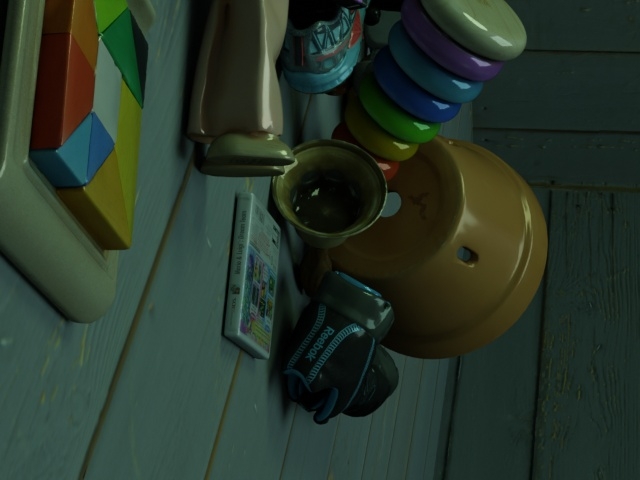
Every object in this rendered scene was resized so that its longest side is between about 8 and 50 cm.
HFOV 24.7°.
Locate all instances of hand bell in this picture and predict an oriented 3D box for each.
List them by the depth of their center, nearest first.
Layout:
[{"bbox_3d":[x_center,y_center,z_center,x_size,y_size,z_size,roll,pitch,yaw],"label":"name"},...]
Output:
[{"bbox_3d":[0.000,0.000,1.685,0.242,0.126,0.126,100,-1,-61],"label":"hand bell"}]

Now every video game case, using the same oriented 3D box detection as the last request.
[{"bbox_3d":[-0.067,0.039,1.480,0.157,0.019,0.143,56,38,-74],"label":"video game case"}]

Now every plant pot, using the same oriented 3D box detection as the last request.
[{"bbox_3d":[0.118,-0.016,1.840,0.203,0.291,0.290,38,54,-59],"label":"plant pot"}]

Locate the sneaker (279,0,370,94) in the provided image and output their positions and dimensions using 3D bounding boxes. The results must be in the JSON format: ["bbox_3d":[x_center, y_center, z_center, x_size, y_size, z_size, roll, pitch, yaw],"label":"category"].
[{"bbox_3d":[0.010,-0.295,1.585,0.125,0.104,0.261,67,26,-61],"label":"sneaker"}]

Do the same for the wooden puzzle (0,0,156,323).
[{"bbox_3d":[-0.148,-0.089,0.922,0.221,0.044,0.238,68,27,-67],"label":"wooden puzzle"}]

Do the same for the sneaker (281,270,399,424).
[{"bbox_3d":[0.009,0.154,1.758,0.139,0.125,0.341,-54,162,-17],"label":"sneaker"}]

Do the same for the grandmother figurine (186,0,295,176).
[{"bbox_3d":[-0.059,-0.234,1.259,0.208,0.104,0.342,160,-68,-71],"label":"grandmother figurine"}]

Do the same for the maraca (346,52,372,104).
[{"bbox_3d":[0.081,-0.203,2.036,0.186,0.099,0.127,151,-46,-72],"label":"maraca"}]

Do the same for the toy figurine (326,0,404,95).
[{"bbox_3d":[0.062,-0.284,1.783,0.213,0.148,0.209,-80,174,-51],"label":"toy figurine"}]

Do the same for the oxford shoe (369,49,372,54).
[{"bbox_3d":[0.100,-0.348,2.165,0.098,0.097,0.271,28,59,-57],"label":"oxford shoe"}]

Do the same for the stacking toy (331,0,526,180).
[{"bbox_3d":[0.084,-0.151,1.678,0.330,0.141,0.141,-50,-171,29],"label":"stacking toy"}]

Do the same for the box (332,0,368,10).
[{"bbox_3d":[-0.006,-0.313,1.485,0.162,0.029,0.116,18,72,-47],"label":"box"}]
